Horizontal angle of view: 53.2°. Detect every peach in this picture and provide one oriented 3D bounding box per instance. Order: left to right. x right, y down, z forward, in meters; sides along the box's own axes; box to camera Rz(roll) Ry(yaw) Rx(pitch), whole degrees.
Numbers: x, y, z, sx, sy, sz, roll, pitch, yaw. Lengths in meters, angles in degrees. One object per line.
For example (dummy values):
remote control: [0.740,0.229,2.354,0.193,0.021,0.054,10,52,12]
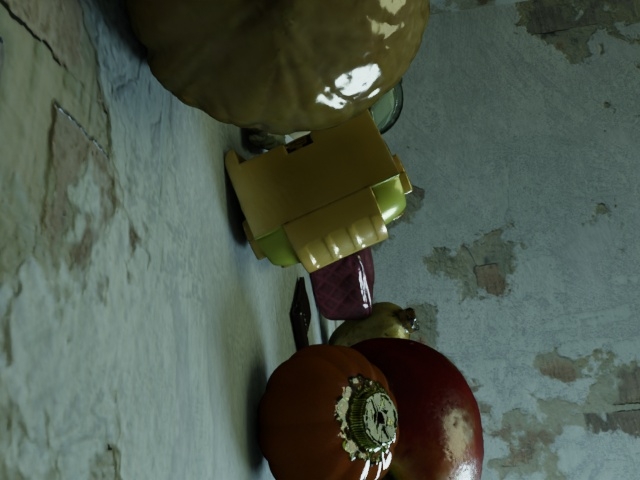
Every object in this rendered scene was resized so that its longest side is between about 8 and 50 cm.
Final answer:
peach: [0.136,0.366,1.238,0.310,0.335,0.406,53,30,-34]

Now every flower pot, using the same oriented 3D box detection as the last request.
flower pot: [0.089,-0.393,1.901,0.259,0.290,0.290,-61,147,-54]

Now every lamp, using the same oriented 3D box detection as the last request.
lamp: [0.012,0.258,0.903,0.223,0.196,0.223,20,62,-41]

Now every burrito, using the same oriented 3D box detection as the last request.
burrito: [-0.087,-0.172,1.051,0.188,0.045,0.058,-19,87,-81]

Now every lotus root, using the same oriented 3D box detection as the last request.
lotus root: [0.125,0.250,1.591,0.146,0.284,0.160,30,36,-43]

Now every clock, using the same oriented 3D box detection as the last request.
clock: [0.008,-0.063,0.987,0.317,0.244,0.200,32,37,-85]

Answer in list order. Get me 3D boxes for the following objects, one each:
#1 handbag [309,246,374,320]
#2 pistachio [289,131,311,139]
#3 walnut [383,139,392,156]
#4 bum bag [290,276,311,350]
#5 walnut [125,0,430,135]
handbag: [0.053,0.077,1.537,0.135,0.146,0.225,-81,161,-53]
pistachio: [-0.029,-0.276,1.116,0.299,0.187,0.188,82,4,-76]
walnut: [0.087,-0.185,1.699,0.283,0.227,0.283,-20,90,-88]
bum bag: [-0.032,0.151,1.284,0.159,0.026,0.109,-82,163,-63]
walnut: [-0.040,-0.257,0.602,0.333,0.332,0.333,-6,90,-82]
